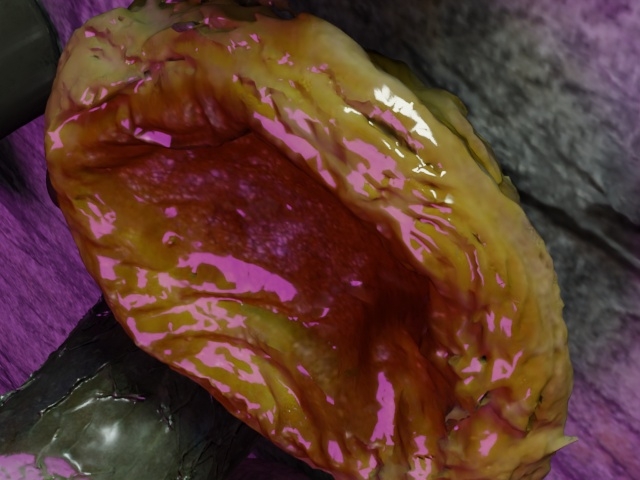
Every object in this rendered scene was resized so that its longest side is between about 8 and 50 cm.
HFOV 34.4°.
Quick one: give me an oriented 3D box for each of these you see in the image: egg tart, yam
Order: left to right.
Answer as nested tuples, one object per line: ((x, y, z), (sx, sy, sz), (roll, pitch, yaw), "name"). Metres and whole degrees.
((-0.159, 0.145, 0.868), (0.202, 0.271, 0.201), (45, 151, -4), "yam")
((0.000, 0.000, 0.586), (0.352, 0.150, 0.352), (29, 143, 25), "egg tart")

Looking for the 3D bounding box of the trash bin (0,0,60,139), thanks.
((-0.379, -0.120, 0.825), (0.203, 0.301, 0.252), (56, 148, -9), "trash bin")

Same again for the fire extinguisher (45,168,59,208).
((-0.138, -0.019, 0.811), (0.231, 0.099, 0.071), (24, 135, 42), "fire extinguisher")

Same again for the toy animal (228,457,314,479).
((-0.033, 0.337, 1.000), (0.358, 0.188, 0.226), (52, 129, 18), "toy animal")
